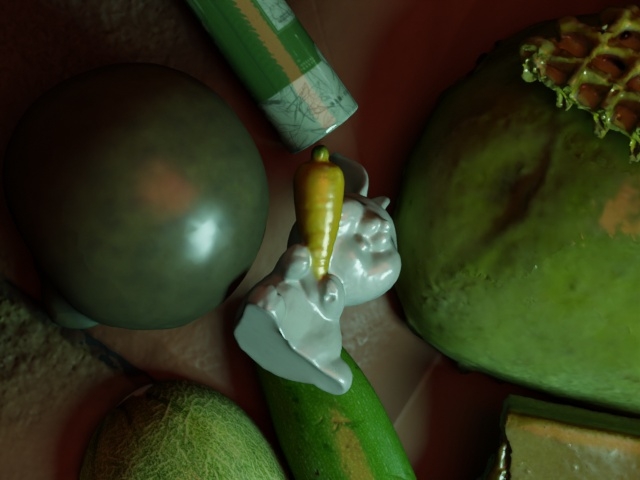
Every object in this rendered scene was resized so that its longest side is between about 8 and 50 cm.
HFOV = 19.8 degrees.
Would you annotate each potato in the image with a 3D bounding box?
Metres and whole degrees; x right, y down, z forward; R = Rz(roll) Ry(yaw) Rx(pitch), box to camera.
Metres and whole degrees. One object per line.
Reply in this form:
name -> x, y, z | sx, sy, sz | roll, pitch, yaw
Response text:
potato -> 0.213, -0.014, 1.311 | 0.280, 0.212, 0.330 | 2, 86, -20

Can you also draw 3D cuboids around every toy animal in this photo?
toy animal -> 0.000, 0.000, 1.257 | 0.131, 0.127, 0.182 | 45, 59, -22

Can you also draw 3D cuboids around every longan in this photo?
longan -> -0.130, -0.021, 1.222 | 0.185, 0.204, 0.159 | 39, 29, 14

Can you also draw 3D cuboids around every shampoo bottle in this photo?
shampoo bottle -> -0.054, -0.162, 1.302 | 0.065, 0.065, 0.204 | -39, 100, -17

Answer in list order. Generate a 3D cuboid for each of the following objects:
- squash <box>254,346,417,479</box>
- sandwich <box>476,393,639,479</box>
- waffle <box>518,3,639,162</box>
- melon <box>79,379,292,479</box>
squash -> 0.031, 0.187, 1.294 | 0.082, 0.082, 0.293 | -22, 89, -19
sandwich -> 0.213, 0.184, 1.327 | 0.245, 0.063, 0.212 | -43, 103, 12
waffle -> 0.234, -0.085, 1.229 | 0.160, 0.046, 0.192 | -13, 58, -14
melon -> -0.098, 0.164, 1.262 | 0.160, 0.079, 0.128 | -29, 99, -18
